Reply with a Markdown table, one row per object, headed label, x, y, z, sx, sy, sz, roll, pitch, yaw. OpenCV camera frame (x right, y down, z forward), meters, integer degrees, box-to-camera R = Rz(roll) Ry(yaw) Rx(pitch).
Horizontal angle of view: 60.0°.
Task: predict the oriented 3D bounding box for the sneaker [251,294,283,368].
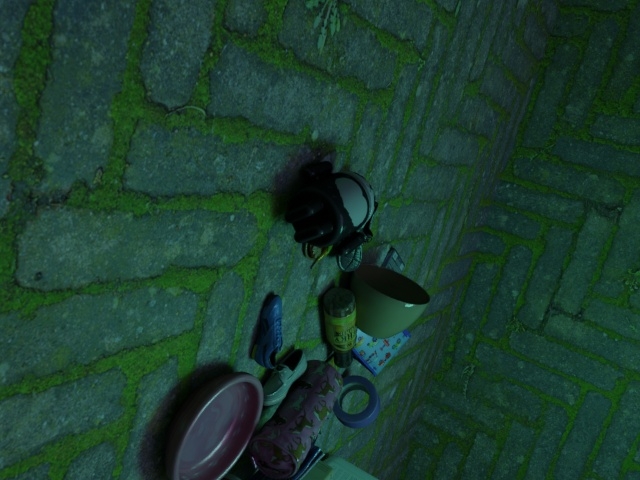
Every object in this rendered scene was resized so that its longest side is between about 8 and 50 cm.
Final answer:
| label | x | y | z | sx | sy | sz | roll | pitch | yaw |
| --- | --- | --- | --- | --- | --- | --- | --- | --- | --- |
| sneaker | -0.128 | 0.256 | 1.542 | 0.069 | 0.082 | 0.209 | -3 | 111 | -58 |

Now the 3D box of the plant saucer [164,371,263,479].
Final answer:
| label | x | y | z | sx | sy | sz | roll | pitch | yaw |
| --- | --- | --- | --- | --- | --- | --- | --- | --- | --- |
| plant saucer | -0.281 | 0.485 | 1.431 | 0.332 | 0.084 | 0.332 | -39 | 141 | -43 |

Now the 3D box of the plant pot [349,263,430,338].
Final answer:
| label | x | y | z | sx | sy | sz | roll | pitch | yaw |
| --- | --- | --- | --- | --- | --- | --- | --- | --- | --- |
| plant pot | 0.215 | 0.231 | 1.937 | 0.284 | 0.284 | 0.191 | -8 | 123 | -59 |

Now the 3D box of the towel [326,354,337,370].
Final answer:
| label | x | y | z | sx | sy | sz | roll | pitch | yaw |
| --- | --- | --- | --- | --- | --- | --- | --- | --- | --- |
| towel | -0.010 | 0.506 | 2.003 | 0.237 | 0.021 | 0.102 | -34 | 134 | -47 |

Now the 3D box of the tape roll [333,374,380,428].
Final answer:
| label | x | y | z | sx | sy | sz | roll | pitch | yaw |
| --- | --- | --- | --- | --- | --- | --- | --- | --- | --- |
| tape roll | 0.137 | 0.632 | 2.172 | 0.189 | 0.189 | 0.080 | -55 | 151 | -23 |

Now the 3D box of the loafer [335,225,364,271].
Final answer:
| label | x | y | z | sx | sy | sz | roll | pitch | yaw |
| --- | --- | --- | --- | --- | --- | --- | --- | --- | --- |
| loafer | 0.086 | -0.053 | 1.712 | 0.109 | 0.095 | 0.302 | -1 | 116 | -15 |

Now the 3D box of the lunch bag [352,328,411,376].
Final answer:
| label | x | y | z | sx | sy | sz | roll | pitch | yaw |
| --- | --- | --- | --- | --- | --- | --- | --- | --- | --- |
| lunch bag | 0.197 | 0.351 | 2.134 | 0.221 | 0.138 | 0.293 | -46 | 138 | -12 |

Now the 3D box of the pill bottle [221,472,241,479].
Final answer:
| label | x | y | z | sx | sy | sz | roll | pitch | yaw |
| --- | --- | --- | --- | --- | --- | --- | --- | --- | --- |
| pill bottle | -0.327 | 0.782 | 1.466 | 0.318 | 0.176 | 0.176 | -26 | 131 | -52 |

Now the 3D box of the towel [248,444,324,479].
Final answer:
| label | x | y | z | sx | sy | sz | roll | pitch | yaw |
| --- | --- | --- | --- | --- | --- | --- | --- | --- | --- |
| towel | -0.121 | 0.704 | 1.704 | 0.243 | 0.040 | 0.336 | -42 | -179 | -19 |

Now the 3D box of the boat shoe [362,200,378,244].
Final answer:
| label | x | y | z | sx | sy | sz | roll | pitch | yaw |
| --- | --- | --- | --- | --- | --- | --- | --- | --- | --- |
| boat shoe | 0.138 | -0.030 | 1.812 | 0.080 | 0.076 | 0.228 | -6 | 115 | -59 |

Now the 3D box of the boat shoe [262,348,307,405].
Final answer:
| label | x | y | z | sx | sy | sz | roll | pitch | yaw |
| --- | --- | --- | --- | --- | --- | --- | --- | --- | --- |
| boat shoe | -0.118 | 0.408 | 1.687 | 0.227 | 0.079 | 0.081 | -39 | 132 | -51 |

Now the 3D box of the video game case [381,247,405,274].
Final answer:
| label | x | y | z | sx | sy | sz | roll | pitch | yaw |
| --- | --- | --- | --- | --- | --- | --- | --- | --- | --- |
| video game case | 0.255 | 0.184 | 2.236 | 0.274 | 0.026 | 0.196 | -61 | 152 | -11 |

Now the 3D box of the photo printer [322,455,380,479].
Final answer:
| label | x | y | z | sx | sy | sz | roll | pitch | yaw |
| --- | --- | --- | --- | --- | --- | --- | --- | --- | --- |
| photo printer | 0.092 | 1.028 | 2.250 | 0.256 | 0.307 | 0.107 | -35 | 139 | -51 |

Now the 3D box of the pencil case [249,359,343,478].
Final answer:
| label | x | y | z | sx | sy | sz | roll | pitch | yaw |
| --- | --- | --- | --- | --- | --- | --- | --- | --- | --- |
| pencil case | -0.069 | 0.534 | 1.686 | 0.167 | 0.160 | 0.386 | -54 | 177 | 35 |

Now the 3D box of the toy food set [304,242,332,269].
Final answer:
| label | x | y | z | sx | sy | sz | roll | pitch | yaw |
| --- | --- | --- | --- | --- | --- | --- | --- | --- | --- |
| toy food set | 0.000 | 0.000 | 1.627 | 0.132 | 0.038 | 0.192 | -54 | 150 | -25 |

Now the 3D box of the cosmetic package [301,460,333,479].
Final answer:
| label | x | y | z | sx | sy | sz | roll | pitch | yaw |
| --- | --- | --- | --- | --- | --- | --- | --- | --- | --- |
| cosmetic package | -0.102 | 0.915 | 1.986 | 0.309 | 0.160 | 0.113 | -32 | 135 | -50 |

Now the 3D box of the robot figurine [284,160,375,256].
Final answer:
| label | x | y | z | sx | sy | sz | roll | pitch | yaw |
| --- | --- | --- | --- | --- | --- | --- | --- | --- | --- |
| robot figurine | 0.032 | -0.086 | 1.474 | 0.278 | 0.173 | 0.209 | -31 | 137 | -49 |

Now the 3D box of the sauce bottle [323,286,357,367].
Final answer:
| label | x | y | z | sx | sy | sz | roll | pitch | yaw |
| --- | --- | --- | --- | --- | --- | --- | --- | --- | --- |
| sauce bottle | 0.073 | 0.311 | 1.908 | 0.111 | 0.111 | 0.344 | -47 | 146 | -35 |

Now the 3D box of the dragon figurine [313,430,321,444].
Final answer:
| label | x | y | z | sx | sy | sz | roll | pitch | yaw |
| --- | --- | --- | --- | --- | --- | --- | --- | --- | --- |
| dragon figurine | -0.043 | 0.673 | 1.959 | 0.144 | 0.085 | 0.289 | -45 | 159 | -56 |
